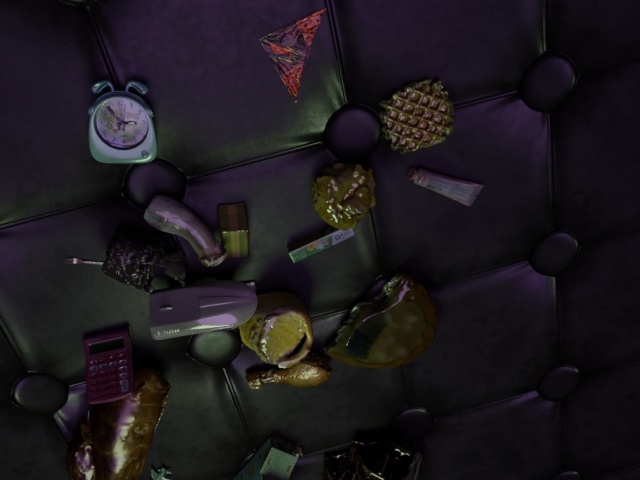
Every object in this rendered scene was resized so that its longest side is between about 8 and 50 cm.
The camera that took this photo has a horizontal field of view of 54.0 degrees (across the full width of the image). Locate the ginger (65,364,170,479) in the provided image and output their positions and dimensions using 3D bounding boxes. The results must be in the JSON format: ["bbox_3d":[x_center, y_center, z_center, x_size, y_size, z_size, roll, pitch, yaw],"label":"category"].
[{"bbox_3d":[-0.568,0.515,1.720,0.254,0.176,0.419,25,101,22],"label":"ginger"}]

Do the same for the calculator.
[{"bbox_3d":[-0.552,0.326,1.641,0.126,0.191,0.034,-11,157,-3],"label":"calculator"}]

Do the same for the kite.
[{"bbox_3d":[-0.079,-0.433,1.412,0.125,0.008,0.222,14,114,-16],"label":"kite"}]

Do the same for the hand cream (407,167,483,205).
[{"bbox_3d":[0.321,-0.144,1.618,0.209,0.043,0.067,16,115,-23],"label":"hand cream"}]

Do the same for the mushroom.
[{"bbox_3d":[-0.321,-0.024,1.525,0.223,0.081,0.092,37,93,-11],"label":"mushroom"}]

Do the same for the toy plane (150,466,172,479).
[{"bbox_3d":[-0.495,0.723,1.927,0.083,0.033,0.080,-39,118,18],"label":"toy plane"}]

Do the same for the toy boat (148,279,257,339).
[{"bbox_3d":[-0.296,0.178,1.592,0.269,0.141,0.141,-3,118,-10],"label":"toy boat"}]

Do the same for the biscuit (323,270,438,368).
[{"bbox_3d":[0.184,0.235,1.770,0.329,0.078,0.335,1,119,-15],"label":"biscuit"}]

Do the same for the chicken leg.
[{"bbox_3d":[-0.090,0.382,1.795,0.251,0.087,0.108,-12,108,3],"label":"chicken leg"}]

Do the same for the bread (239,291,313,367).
[{"bbox_3d":[-0.117,0.234,1.663,0.197,0.170,0.197,-4,106,-13],"label":"bread"}]

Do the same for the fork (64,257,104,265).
[{"bbox_3d":[-0.581,0.055,1.578,0.115,0.012,0.016,4,120,-17],"label":"fork"}]

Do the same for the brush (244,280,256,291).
[{"bbox_3d":[-0.259,0.141,1.669,0.178,0.030,0.033,-10,109,-4],"label":"brush"}]

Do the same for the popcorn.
[{"bbox_3d":[0.063,-0.116,1.539,0.173,0.142,0.174,3,105,13],"label":"popcorn"}]

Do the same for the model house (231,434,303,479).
[{"bbox_3d":[-0.150,0.765,1.910,0.178,0.206,0.271,35,106,-23],"label":"model house"}]

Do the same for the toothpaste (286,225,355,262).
[{"bbox_3d":[0.000,0.000,1.632,0.178,0.043,0.037,-25,116,4],"label":"toothpaste"}]

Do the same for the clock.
[{"bbox_3d":[-0.440,-0.267,1.405,0.148,0.060,0.189,1,116,-10],"label":"clock"}]

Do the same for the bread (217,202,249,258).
[{"bbox_3d":[-0.219,-0.021,1.600,0.074,0.084,0.139,-6,149,-7],"label":"bread"}]

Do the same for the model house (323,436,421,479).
[{"bbox_3d":[0.117,0.760,1.940,0.282,0.297,0.317,23,127,28],"label":"model house"}]

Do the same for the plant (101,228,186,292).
[{"bbox_3d":[-0.422,0.051,1.538,0.203,0.142,0.131,14,105,-7],"label":"plant"}]

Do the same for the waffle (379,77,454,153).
[{"bbox_3d":[0.235,-0.300,1.522,0.183,0.036,0.169,-21,116,-1],"label":"waffle"}]
